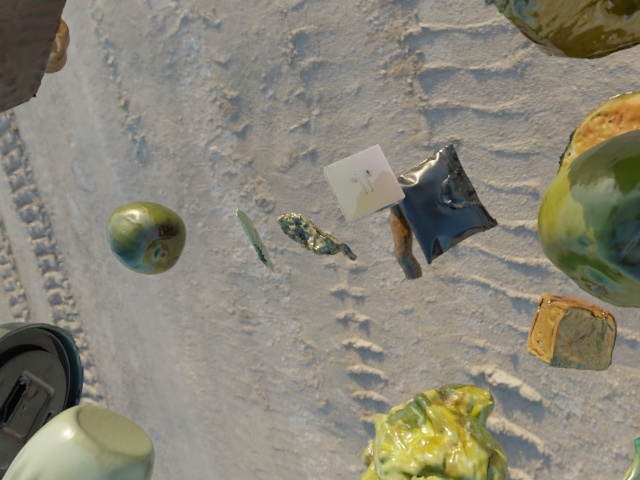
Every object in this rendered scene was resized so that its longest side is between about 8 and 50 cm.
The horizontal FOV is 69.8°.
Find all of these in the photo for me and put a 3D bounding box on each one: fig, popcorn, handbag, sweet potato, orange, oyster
[{"bbox_3d":[0.426,-0.044,0.591,0.239,0.271,0.239,33,167,9],"label":"fig"},{"bbox_3d":[0.240,0.470,0.964,0.335,0.279,0.274,-38,90,19],"label":"popcorn"},{"bbox_3d":[-0.499,-0.019,1.297,0.225,0.203,0.203,31,124,30],"label":"fig"},{"bbox_3d":[0.315,-0.097,1.199,0.211,0.089,0.254,-28,90,1],"label":"handbag"},{"bbox_3d":[0.233,-0.025,1.323,0.059,0.067,0.281,-9,96,54],"label":"sweet potato"},{"bbox_3d":[0.751,-0.200,1.137,0.274,0.274,0.310,20,134,36],"label":"orange"},{"bbox_3d":[-0.007,-0.004,0.913,0.056,0.177,0.105,-58,19,10],"label":"oyster"}]

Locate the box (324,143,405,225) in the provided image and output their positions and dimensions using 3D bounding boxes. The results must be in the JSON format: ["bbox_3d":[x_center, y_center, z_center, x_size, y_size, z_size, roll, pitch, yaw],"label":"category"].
[{"bbox_3d":[0.092,-0.118,0.985,0.051,0.130,0.129,96,149,-79],"label":"box"}]

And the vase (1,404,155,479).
[{"bbox_3d":[-0.271,0.293,0.445,0.128,0.128,0.248,27,81,33],"label":"vase"}]

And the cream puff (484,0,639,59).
[{"bbox_3d":[0.272,-0.347,0.437,0.327,0.343,0.231,89,169,-60],"label":"cream puff"}]

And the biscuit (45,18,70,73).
[{"bbox_3d":[-0.466,-0.320,0.584,0.295,0.186,0.044,49,149,0],"label":"biscuit"}]

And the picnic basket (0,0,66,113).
[{"bbox_3d":[-0.220,-0.190,0.232,0.222,0.129,0.297,46,127,4],"label":"picnic basket"}]

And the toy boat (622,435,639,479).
[{"bbox_3d":[0.248,0.119,0.280,0.108,0.293,0.099,53,142,2],"label":"toy boat"}]

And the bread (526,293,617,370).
[{"bbox_3d":[0.577,0.212,1.065,0.143,0.149,0.158,9,91,-4],"label":"bread"}]

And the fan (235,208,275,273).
[{"bbox_3d":[-0.159,-0.002,1.131,0.240,0.009,0.131,63,-177,-48],"label":"fan"}]

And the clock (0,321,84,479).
[{"bbox_3d":[-0.515,0.275,0.768,0.055,0.280,0.280,5,111,11],"label":"clock"}]
